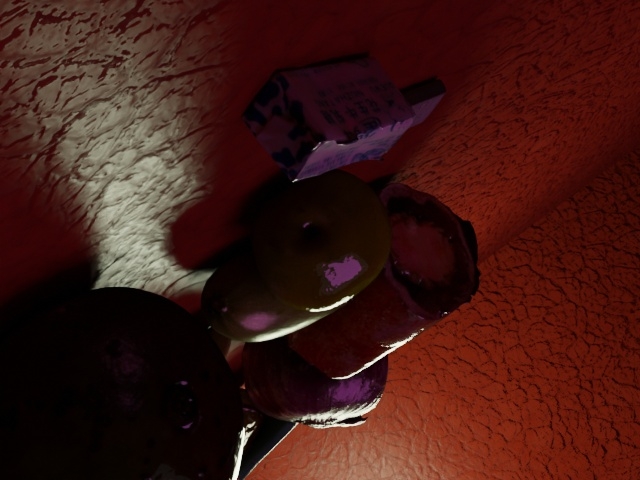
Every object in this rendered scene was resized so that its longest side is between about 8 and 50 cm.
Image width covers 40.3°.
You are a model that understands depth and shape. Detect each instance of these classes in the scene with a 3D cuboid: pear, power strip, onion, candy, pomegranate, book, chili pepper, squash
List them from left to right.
[{"bbox_3d":[-0.251,0.193,0.926,0.324,0.290,0.291,-5,178,21],"label":"pomegranate"},{"bbox_3d":[-0.070,0.068,1.201,0.247,0.132,0.132,-18,156,-49],"label":"squash"},{"bbox_3d":[-0.064,0.327,1.934,0.379,0.031,0.264,-48,-162,23],"label":"book"},{"bbox_3d":[-0.013,0.219,1.584,0.256,0.272,0.230,-20,169,-15],"label":"onion"},{"bbox_3d":[0.000,0.000,1.100,0.180,0.166,0.216,-53,178,-1],"label":"pear"},{"bbox_3d":[0.014,-0.120,0.860,0.160,0.092,0.073,-21,160,-46],"label":"candy"},{"bbox_3d":[0.087,0.082,1.401,0.229,0.251,0.305,15,136,-28],"label":"chili pepper"},{"bbox_3d":[0.080,-0.151,1.063,0.253,0.027,0.060,-26,162,-40],"label":"power strip"}]

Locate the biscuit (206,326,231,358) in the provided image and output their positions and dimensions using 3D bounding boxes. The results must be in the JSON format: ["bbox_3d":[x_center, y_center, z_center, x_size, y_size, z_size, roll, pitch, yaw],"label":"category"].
[{"bbox_3d":[-0.208,0.244,1.392,0.333,0.047,0.202,-56,-168,48],"label":"biscuit"}]

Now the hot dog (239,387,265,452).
[{"bbox_3d":[-0.283,0.454,1.799,0.387,0.174,0.267,-47,170,-34],"label":"hot dog"}]
